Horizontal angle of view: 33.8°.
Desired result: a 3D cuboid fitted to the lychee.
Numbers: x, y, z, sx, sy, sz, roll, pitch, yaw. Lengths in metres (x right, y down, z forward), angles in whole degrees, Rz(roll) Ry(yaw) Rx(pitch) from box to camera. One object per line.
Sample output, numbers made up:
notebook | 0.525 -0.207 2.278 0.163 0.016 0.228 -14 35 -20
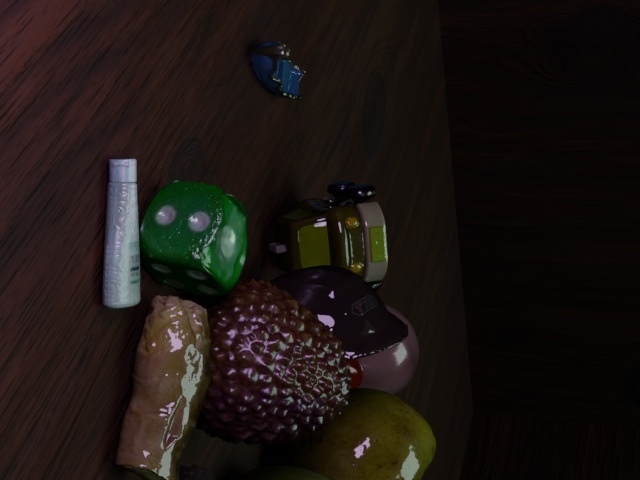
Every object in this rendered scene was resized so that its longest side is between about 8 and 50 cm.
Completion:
lychee | -0.080 0.195 1.608 0.271 0.271 0.271 3 90 -73

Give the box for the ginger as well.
ginger | -0.209 0.206 1.447 0.116 0.109 0.262 128 -27 -71

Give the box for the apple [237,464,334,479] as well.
apple | -0.051 0.509 1.799 0.279 0.279 0.279 3 90 -73

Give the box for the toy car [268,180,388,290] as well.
toy car | 0.000 0.000 1.975 0.248 0.198 0.204 -162 -114 -69

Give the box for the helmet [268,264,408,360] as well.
helmet | -0.006 0.130 1.815 0.225 0.305 0.177 -21 89 -54

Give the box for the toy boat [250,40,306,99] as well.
toy boat | -0.066 -0.305 1.861 0.185 0.077 0.075 41 55 -69

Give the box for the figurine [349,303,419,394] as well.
figurine | 0.108 0.258 2.312 0.269 0.211 0.261 73 27 -51

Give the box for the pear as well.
pear | 0.061 0.432 2.045 0.304 0.304 0.303 3 90 -73

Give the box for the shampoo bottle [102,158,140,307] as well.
shampoo bottle | -0.256 -0.010 1.360 0.069 0.041 0.190 -10 103 -67

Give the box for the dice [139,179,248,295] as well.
dice | -0.177 -0.002 1.487 0.128 0.120 0.131 64 36 -61

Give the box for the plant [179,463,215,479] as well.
plant | -0.199 0.409 1.561 0.092 0.095 0.143 93 -2 -57
